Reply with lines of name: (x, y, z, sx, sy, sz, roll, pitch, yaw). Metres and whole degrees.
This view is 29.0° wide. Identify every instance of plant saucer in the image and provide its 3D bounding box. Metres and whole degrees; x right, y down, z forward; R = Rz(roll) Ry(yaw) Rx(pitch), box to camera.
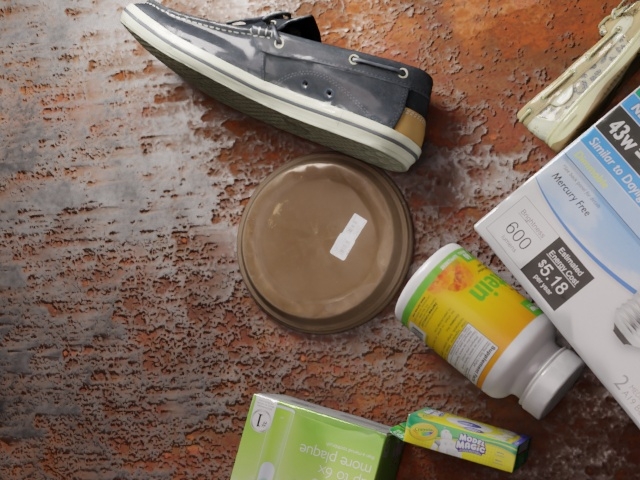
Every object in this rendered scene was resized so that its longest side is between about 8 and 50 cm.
plant saucer: (0.000, 0.000, 1.839, 0.278, 0.041, 0.277, -3, 81, 17)

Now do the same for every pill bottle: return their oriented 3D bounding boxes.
pill bottle: (0.234, 0.128, 1.692, 0.246, 0.136, 0.136, 40, 95, 19)

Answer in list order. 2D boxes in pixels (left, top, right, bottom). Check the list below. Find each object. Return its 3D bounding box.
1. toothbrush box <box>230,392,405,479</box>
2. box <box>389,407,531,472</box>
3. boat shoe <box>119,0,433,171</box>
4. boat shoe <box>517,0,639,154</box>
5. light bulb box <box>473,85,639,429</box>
toothbrush box: (-0.021, 0.378, 1.749, 0.206, 0.122, 0.283, 15, 89, 20)
box: (0.192, 0.269, 1.702, 0.179, 0.105, 0.043, 11, 92, 19)
boat shoe: (-0.062, -0.260, 1.827, 0.500, 0.187, 0.156, 23, 85, 15)
boat shoe: (0.390, -0.254, 1.712, 0.089, 0.104, 0.285, 41, 96, 16)
light bulb box: (0.460, 0.012, 1.589, 0.361, 0.225, 0.358, -41, 72, 10)
